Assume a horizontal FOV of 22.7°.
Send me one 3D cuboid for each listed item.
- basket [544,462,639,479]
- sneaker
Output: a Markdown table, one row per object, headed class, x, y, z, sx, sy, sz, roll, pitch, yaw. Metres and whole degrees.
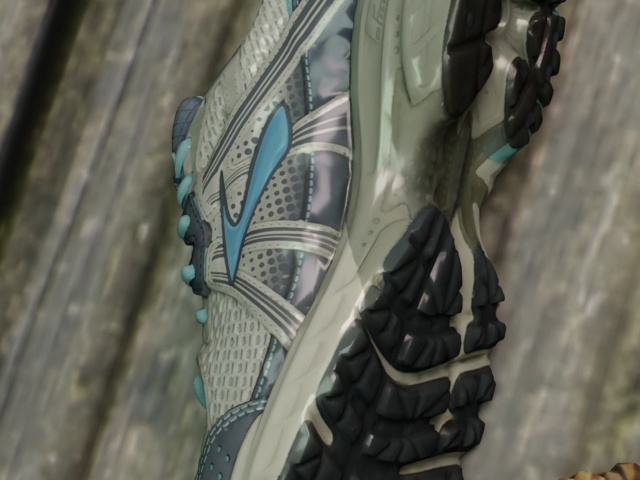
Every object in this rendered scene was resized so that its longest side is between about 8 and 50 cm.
| class | x | y | z | sx | sy | sz | roll | pitch | yaw |
| --- | --- | --- | --- | --- | --- | --- | --- | --- | --- |
| basket | 0.085 | 0.208 | 0.392 | 0.223 | 0.213 | 0.299 | -23 | 68 | 33 |
| sneaker | 0.000 | 0.000 | 0.578 | 0.122 | 0.110 | 0.283 | 9 | 75 | 35 |
